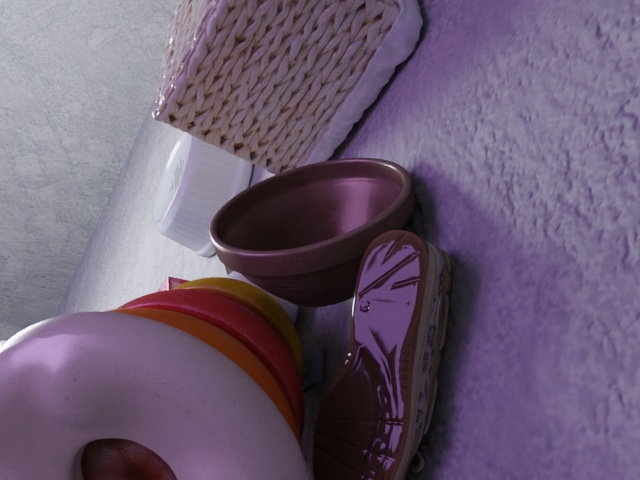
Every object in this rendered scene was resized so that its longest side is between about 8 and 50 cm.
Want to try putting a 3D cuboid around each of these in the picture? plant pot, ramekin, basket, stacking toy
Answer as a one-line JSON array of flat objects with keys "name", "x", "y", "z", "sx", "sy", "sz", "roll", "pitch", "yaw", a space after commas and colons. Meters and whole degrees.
[{"name": "plant pot", "x": 0.000, "y": 0.000, "z": 0.878, "sx": 0.237, "sy": 0.237, "sz": 0.110, "roll": -126, "pitch": 17, "yaw": -63}, {"name": "ramekin", "x": -0.250, "y": -0.110, "z": 1.562, "sx": 0.273, "sy": 0.127, "sz": 0.273, "roll": -48, "pitch": 32, "yaw": 43}, {"name": "basket", "x": -0.057, "y": -0.324, "z": 1.128, "sx": 0.331, "sy": 0.266, "sz": 0.328, "roll": -51, "pitch": 29, "yaw": 35}, {"name": "stacking toy", "x": -0.135, "y": 0.161, "z": 0.893, "sx": 0.351, "sy": 0.350, "sz": 0.480, "roll": -60, "pitch": -1, "yaw": 24}]

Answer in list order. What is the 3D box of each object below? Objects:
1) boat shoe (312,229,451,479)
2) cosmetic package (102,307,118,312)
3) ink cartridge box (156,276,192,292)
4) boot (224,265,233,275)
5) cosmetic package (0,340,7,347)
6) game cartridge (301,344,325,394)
[{"name": "boat shoe", "x": 0.071, "y": 0.137, "z": 0.725, "sx": 0.104, "sy": 0.089, "sz": 0.286, "roll": 13, "pitch": 87, "yaw": 41}, {"name": "cosmetic package", "x": -0.222, "y": 0.180, "z": 1.146, "sx": 0.151, "sy": 0.183, "sz": 0.152, "roll": -156, "pitch": 59, "yaw": -65}, {"name": "ink cartridge box", "x": -0.291, "y": 0.165, "z": 1.491, "sx": 0.109, "sy": 0.063, "sz": 0.151, "roll": -48, "pitch": 39, "yaw": 37}, {"name": "boot", "x": -0.092, "y": 0.031, "z": 1.185, "sx": 0.246, "sy": 0.083, "sz": 0.161, "roll": 130, "pitch": 143, "yaw": -51}, {"name": "cosmetic package", "x": -0.594, "y": 0.485, "z": 1.615, "sx": 0.330, "sy": 0.327, "sz": 0.394, "roll": -61, "pitch": 25, "yaw": 20}, {"name": "game cartridge", "x": -0.019, "y": 0.167, "z": 0.971, "sx": 0.083, "sy": 0.017, "sz": 0.056, "roll": -42, "pitch": 40, "yaw": 49}]
